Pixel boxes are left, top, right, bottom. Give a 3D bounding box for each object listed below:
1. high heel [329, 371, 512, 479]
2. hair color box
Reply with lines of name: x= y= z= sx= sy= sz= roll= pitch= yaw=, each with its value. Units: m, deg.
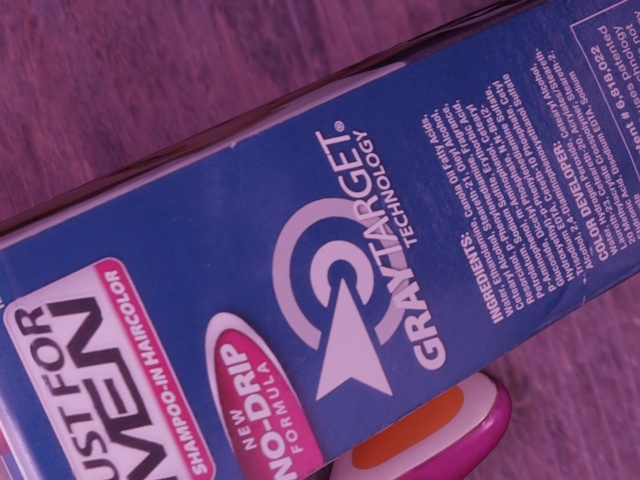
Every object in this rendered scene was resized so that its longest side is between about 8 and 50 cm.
high heel: x=0.046 y=0.145 z=0.950 sx=0.117 sy=0.082 sz=0.244 roll=36 pitch=135 yaw=-17
hair color box: x=0.000 y=0.000 z=0.639 sx=0.174 sy=0.347 sz=0.105 roll=-16 pitch=100 yaw=55
